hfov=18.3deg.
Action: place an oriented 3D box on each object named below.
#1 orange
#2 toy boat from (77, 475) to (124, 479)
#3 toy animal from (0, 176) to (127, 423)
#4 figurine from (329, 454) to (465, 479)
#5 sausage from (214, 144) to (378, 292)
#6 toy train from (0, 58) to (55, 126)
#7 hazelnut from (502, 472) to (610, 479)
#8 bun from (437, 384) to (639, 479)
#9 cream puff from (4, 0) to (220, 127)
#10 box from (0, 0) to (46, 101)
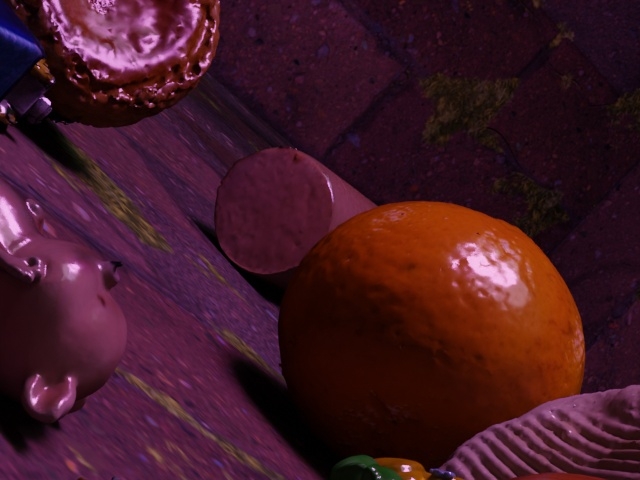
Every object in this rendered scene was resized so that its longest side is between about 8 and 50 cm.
[{"bbox_3d":[0.077,0.075,1.374,0.219,0.193,0.219,30,-40,29],"label":"orange"},{"bbox_3d":[-0.053,0.133,0.786,0.049,0.047,0.149,30,-8,41],"label":"toy boat"},{"bbox_3d":[-0.142,0.020,0.890,0.150,0.089,0.083,48,27,17],"label":"toy animal"},{"bbox_3d":[0.053,0.178,1.046,0.156,0.095,0.115,60,16,-57],"label":"figurine"},{"bbox_3d":[0.000,0.000,1.864,0.123,0.123,0.253,46,6,24],"label":"sausage"},{"bbox_3d":[-0.269,-0.159,1.414,0.202,0.060,0.081,44,-1,-11],"label":"toy train"},{"bbox_3d":[0.100,0.183,0.902,0.182,0.182,0.182,43,5,-5],"label":"hazelnut"},{"bbox_3d":[0.167,0.186,1.204,0.133,0.231,0.231,62,-1,-18],"label":"bun"},{"bbox_3d":[-0.189,-0.168,1.553,0.183,0.183,0.169,42,-28,-16],"label":"cream puff"},{"bbox_3d":[-0.307,-0.181,1.024,0.279,0.116,0.261,47,5,15],"label":"box"}]
